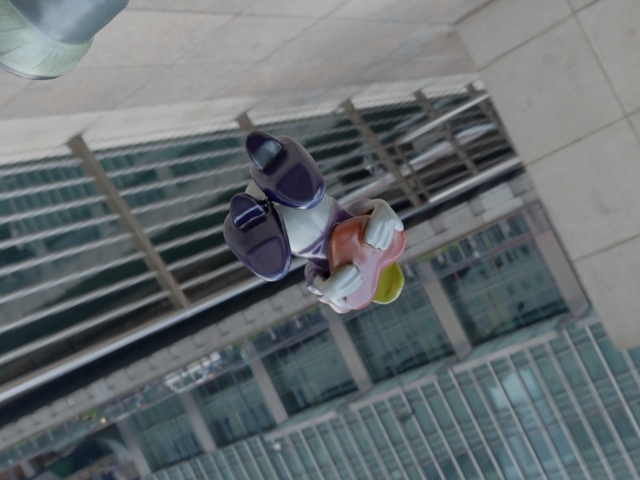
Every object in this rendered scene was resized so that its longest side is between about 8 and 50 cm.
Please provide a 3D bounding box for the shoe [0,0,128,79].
[{"bbox_3d":[-0.213,-0.289,0.538,0.171,0.336,0.132,-26,-177,22],"label":"shoe"}]

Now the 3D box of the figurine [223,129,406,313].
[{"bbox_3d":[0.001,0.000,1.025,0.154,0.193,0.421,-60,144,-4],"label":"figurine"}]
